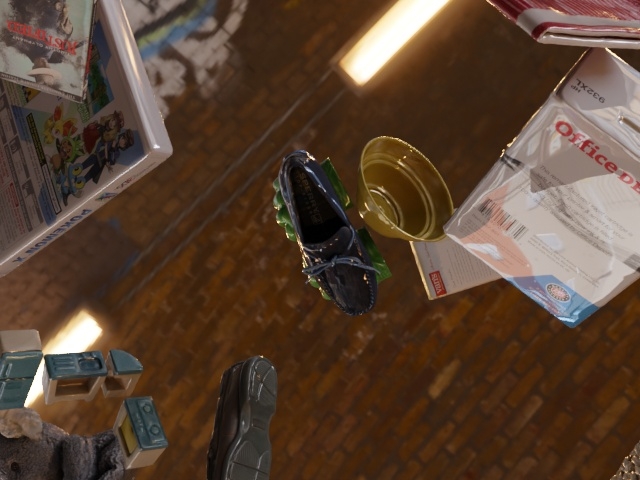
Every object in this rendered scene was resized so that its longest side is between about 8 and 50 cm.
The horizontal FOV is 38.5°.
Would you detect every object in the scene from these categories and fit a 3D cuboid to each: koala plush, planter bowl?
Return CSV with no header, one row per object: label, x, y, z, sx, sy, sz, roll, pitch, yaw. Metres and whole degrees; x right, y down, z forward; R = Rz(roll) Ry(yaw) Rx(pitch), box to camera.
koala plush,-0.411,0.349,1.424,0.203,0.221,0.196,-58,170,-39
planter bowl,0.130,-0.073,1.650,0.090,0.217,0.217,-38,-150,42

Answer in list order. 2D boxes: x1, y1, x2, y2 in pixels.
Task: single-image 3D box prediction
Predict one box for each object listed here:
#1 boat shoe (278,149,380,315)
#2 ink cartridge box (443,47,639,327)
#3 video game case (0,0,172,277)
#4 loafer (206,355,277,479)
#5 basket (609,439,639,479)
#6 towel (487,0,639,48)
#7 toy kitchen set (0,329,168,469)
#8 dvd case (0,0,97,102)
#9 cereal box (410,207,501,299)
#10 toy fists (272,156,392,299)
boat shoe,0.000,0.000,1.319,0.109,0.258,0.089,-30,-172,8
ink cartridge box,0.327,-0.057,1.144,0.129,0.223,0.307,-49,174,-34
video game case,-0.313,-0.167,0.988,0.300,0.036,0.328,-30,-108,31
loafer,-0.127,0.307,1.393,0.084,0.096,0.267,-16,-130,34
basket,0.568,0.394,1.191,0.266,0.328,0.331,-55,179,15
towel,0.236,-0.318,1.054,0.329,0.237,0.037,55,-43,38
toy kitchen set,-0.319,0.214,1.212,0.122,0.207,0.166,-60,-136,37
dvd case,-0.249,-0.189,0.830,0.013,0.087,0.119,-75,-177,-52
cereal box,0.321,0.012,1.972,0.240,0.172,0.047,-17,171,-1
toy fists,0.010,-0.013,1.688,0.142,0.279,0.096,-29,175,3
